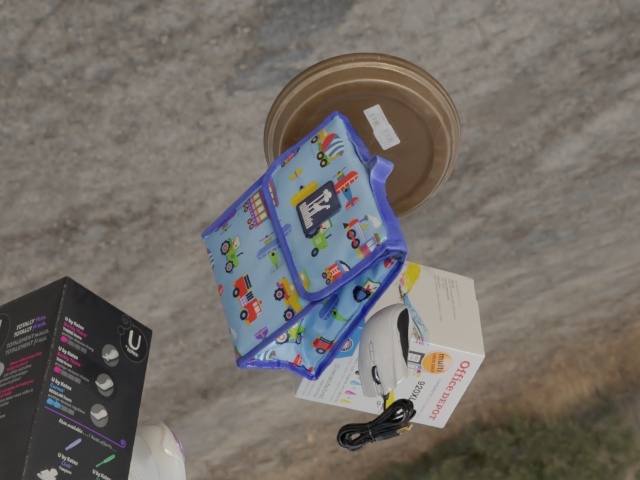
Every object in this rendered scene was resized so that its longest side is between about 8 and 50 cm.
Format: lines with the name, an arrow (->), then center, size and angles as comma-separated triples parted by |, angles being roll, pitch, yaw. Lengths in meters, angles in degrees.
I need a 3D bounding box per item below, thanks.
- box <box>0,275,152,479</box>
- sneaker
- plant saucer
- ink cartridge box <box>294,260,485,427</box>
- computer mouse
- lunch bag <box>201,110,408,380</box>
box -> -0.307, 0.203, 1.215 | 0.165, 0.270, 0.143 | -21, 137, 31
sneaker -> -0.282, 0.329, 1.425 | 0.152, 0.114, 0.305 | -18, 166, -46
plant saucer -> 0.059, -0.129, 1.527 | 0.278, 0.041, 0.278 | 0, 126, -1
ink cartridge box -> 0.097, 0.140, 1.601 | 0.233, 0.168, 0.171 | 14, 129, -12
computer mouse -> 0.070, 0.152, 1.319 | 0.106, 0.193, 0.042 | -28, 132, 36
lunch bag -> 0.000, 0.000, 1.384 | 0.138, 0.221, 0.293 | 14, 132, -38
